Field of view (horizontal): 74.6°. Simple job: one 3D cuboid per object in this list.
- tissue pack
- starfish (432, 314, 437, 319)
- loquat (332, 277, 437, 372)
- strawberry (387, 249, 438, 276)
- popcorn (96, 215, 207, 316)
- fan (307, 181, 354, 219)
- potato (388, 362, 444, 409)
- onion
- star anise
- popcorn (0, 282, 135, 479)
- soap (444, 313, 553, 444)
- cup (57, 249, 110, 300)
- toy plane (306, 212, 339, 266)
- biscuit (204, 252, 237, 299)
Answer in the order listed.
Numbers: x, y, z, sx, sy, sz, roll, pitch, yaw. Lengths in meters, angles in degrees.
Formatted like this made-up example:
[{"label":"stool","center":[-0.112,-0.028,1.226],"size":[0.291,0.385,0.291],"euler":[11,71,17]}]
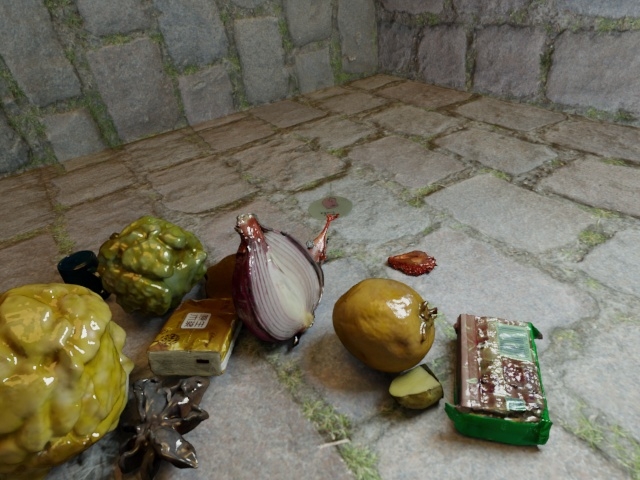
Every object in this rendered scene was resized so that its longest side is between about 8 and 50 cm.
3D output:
[{"label":"tissue pack","center":[-0.300,0.235,1.051],"size":[0.183,0.092,0.226],"euler":[0,26,4]},{"label":"starfish","center":[0.257,0.205,1.071],"size":[0.091,0.028,0.078],"euler":[-15,40,-16]},{"label":"loquat","center":[0.140,0.191,0.943],"size":[0.238,0.239,0.193],"euler":[12,45,26]},{"label":"strawberry","center":[0.277,0.060,1.264],"size":[0.151,0.048,0.104],"euler":[6,32,13]},{"label":"popcorn","center":[-0.465,0.074,1.187],"size":[0.274,0.335,0.280],"euler":[10,70,-12]},{"label":"fan","center":[0.041,-0.169,1.679],"size":[0.182,0.010,0.310],"euler":[-5,34,4]},{"label":"potato","center":[0.198,0.319,0.882],"size":[0.103,0.067,0.096],"euler":[-20,11,-2]},{"label":"onion","center":[-0.149,0.086,1.079],"size":[0.158,0.349,0.267],"euler":[-13,22,39]},{"label":"star anise","center":[-0.326,0.370,0.865],"size":[0.198,0.111,0.258],"euler":[-18,31,4]},{"label":"popcorn","center":[-0.563,0.267,0.822],"size":[0.353,0.390,0.345],"euler":[7,49,1]},{"label":"soap","center":[0.374,0.274,0.883],"size":[0.217,0.098,0.273],"euler":[3,36,15]},{"label":"cup","center":[-0.704,0.111,1.288],"size":[0.149,0.138,0.114],"euler":[-6,34,2]},{"label":"toy plane","center":[-0.001,0.000,1.313],"size":[0.077,0.194,0.126],"euler":[22,14,5]},{"label":"biscuit","center":[-0.220,0.109,1.281],"size":[0.272,0.049,0.257],"euler":[-18,32,-18]}]
